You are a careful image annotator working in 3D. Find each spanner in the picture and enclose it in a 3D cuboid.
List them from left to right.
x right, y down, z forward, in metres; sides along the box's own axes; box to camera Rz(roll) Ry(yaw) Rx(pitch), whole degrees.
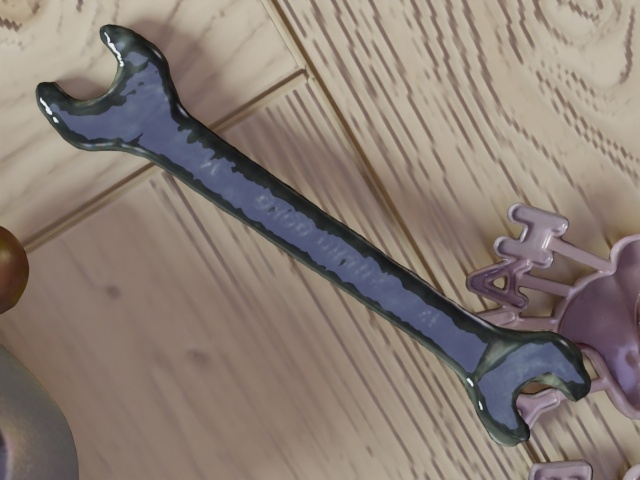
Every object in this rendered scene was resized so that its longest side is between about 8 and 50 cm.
[{"bbox_3d":[0.000,0.000,0.670,0.254,0.015,0.054,35,86,-5],"label":"spanner"}]

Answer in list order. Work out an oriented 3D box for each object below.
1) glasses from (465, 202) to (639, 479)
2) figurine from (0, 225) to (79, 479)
[{"bbox_3d":[0.144,0.103,0.711,0.162,0.095,0.255,-9,99,-1],"label":"glasses"},{"bbox_3d":[-0.195,0.046,0.599,0.194,0.133,0.274,-26,94,-9],"label":"figurine"}]
